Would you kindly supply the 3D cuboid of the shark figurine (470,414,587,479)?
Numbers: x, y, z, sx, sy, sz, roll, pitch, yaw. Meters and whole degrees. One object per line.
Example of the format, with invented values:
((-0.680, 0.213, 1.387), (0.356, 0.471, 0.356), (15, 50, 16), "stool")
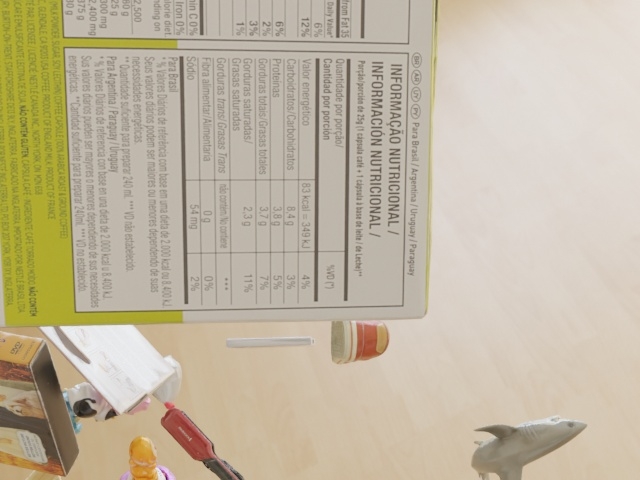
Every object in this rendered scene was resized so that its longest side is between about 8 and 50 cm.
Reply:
((0.302, 0.377, 1.334), (0.166, 0.278, 0.116), (2, 58, -21), "shark figurine")

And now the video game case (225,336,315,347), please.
((-0.117, 0.250, 1.975), (0.202, 0.183, 0.023), (-1, 82, 2), "video game case")

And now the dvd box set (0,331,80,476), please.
((-0.637, 0.251, 1.367), (0.421, 0.307, 0.062), (10, 41, 9), "dvd box set")

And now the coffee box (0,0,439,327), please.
((-0.101, -0.129, 0.674), (0.335, 0.337, 0.337), (-1, 8, -6), "coffee box")

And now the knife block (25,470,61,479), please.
((-0.725, 0.657, 1.912), (0.088, 0.242, 0.275), (-60, 44, 31), "knife block")

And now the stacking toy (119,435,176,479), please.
((-0.313, 0.464, 1.442), (0.166, 0.301, 0.175), (-12, 33, -29), "stacking toy")

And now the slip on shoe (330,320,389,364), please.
((0.076, 0.201, 1.699), (0.101, 0.331, 0.122), (0, 85, -6), "slip on shoe")

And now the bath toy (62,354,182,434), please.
((-0.486, 0.384, 1.981), (0.348, 0.151, 0.128), (-19, 88, 16), "bath toy")

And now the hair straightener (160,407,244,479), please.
((-0.177, 0.377, 1.398), (0.230, 0.089, 0.047), (37, 78, 13), "hair straightener")

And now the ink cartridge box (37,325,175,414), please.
((-0.422, 0.183, 1.453), (0.066, 0.261, 0.296), (-44, 88, 13), "ink cartridge box")
